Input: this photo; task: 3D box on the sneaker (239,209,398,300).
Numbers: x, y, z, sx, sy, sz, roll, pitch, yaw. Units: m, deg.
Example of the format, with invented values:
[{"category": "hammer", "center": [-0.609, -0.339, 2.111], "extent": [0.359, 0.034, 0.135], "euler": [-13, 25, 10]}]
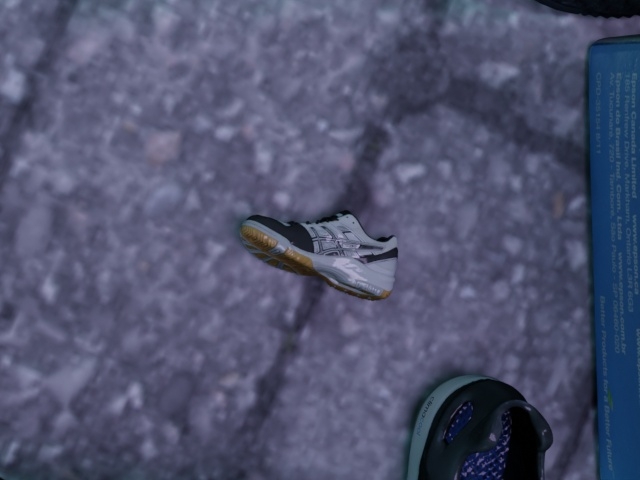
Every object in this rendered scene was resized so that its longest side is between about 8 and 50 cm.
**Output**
[{"category": "sneaker", "center": [0.000, 0.000, 0.716], "extent": [0.083, 0.032, 0.037], "euler": [22, 76, -23]}]

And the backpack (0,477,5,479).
[{"category": "backpack", "center": [-0.072, 0.235, 0.636], "extent": [0.263, 0.213, 0.276], "euler": [7, 92, -29]}]

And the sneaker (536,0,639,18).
[{"category": "sneaker", "center": [0.190, -0.164, 0.740], "extent": [0.209, 0.069, 0.082], "euler": [-8, 77, -12]}]

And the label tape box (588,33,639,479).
[{"category": "label tape box", "center": [0.236, 0.029, 0.629], "extent": [0.106, 0.334, 0.240], "euler": [-6, 99, -16]}]

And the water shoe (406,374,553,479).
[{"category": "water shoe", "center": [0.073, 0.170, 0.729], "extent": [0.073, 0.080, 0.203], "euler": [-2, 97, -17]}]
